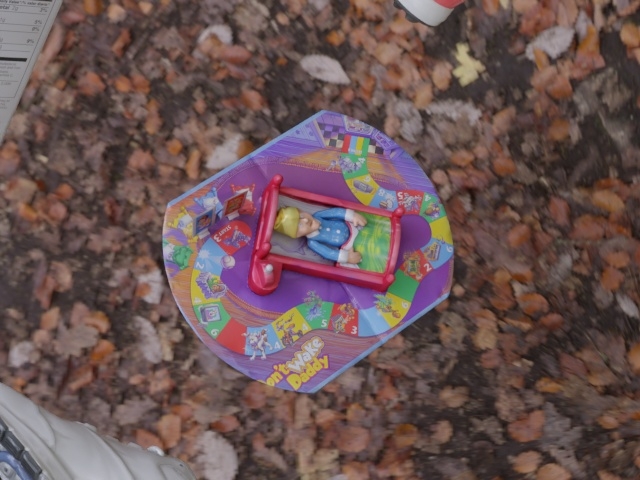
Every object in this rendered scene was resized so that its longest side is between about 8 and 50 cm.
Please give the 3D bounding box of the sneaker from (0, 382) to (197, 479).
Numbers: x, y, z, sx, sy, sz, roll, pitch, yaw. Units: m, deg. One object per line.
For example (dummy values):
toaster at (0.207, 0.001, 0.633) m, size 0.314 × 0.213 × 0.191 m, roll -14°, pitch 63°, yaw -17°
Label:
sneaker at (-0.185, 0.223, 0.964) m, size 0.297 × 0.129 × 0.111 m, roll 39°, pitch 129°, yaw 8°

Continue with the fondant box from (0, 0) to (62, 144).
fondant box at (-0.307, -0.241, 0.941) m, size 0.330 × 0.096 × 0.238 m, roll -49°, pitch 53°, yaw 43°

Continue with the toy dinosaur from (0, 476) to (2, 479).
toy dinosaur at (-0.172, 0.136, 0.423) m, size 0.322 × 0.218 × 0.164 m, roll 11°, pitch 60°, yaw 17°

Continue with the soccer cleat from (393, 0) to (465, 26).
soccer cleat at (0.033, -0.337, 0.981) m, size 0.116 × 0.108 × 0.318 m, roll -38°, pitch 104°, yaw 25°

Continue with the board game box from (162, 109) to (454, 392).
board game box at (0.000, 0.000, 0.617) m, size 0.169 × 0.033 × 0.133 m, roll -33°, pitch 83°, yaw -20°
